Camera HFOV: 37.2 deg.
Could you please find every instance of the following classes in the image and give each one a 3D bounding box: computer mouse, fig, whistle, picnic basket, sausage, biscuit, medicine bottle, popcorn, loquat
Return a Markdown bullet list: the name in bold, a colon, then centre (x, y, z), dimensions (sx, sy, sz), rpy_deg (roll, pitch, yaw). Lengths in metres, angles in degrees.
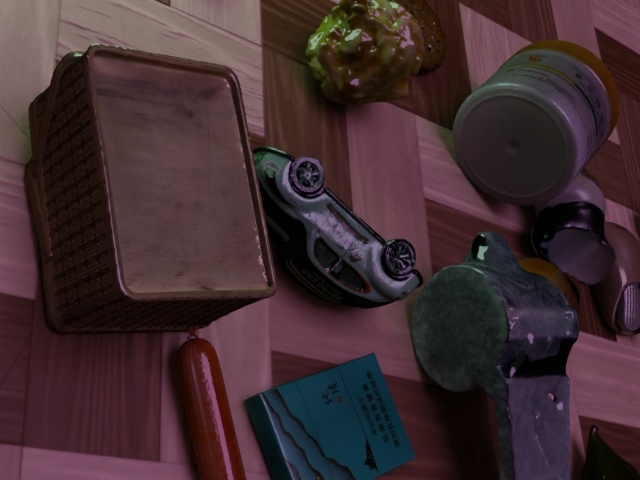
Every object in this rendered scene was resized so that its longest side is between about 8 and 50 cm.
- **computer mouse**: centre (0.594, 0.071, 1.863), dimensions (0.145, 0.082, 0.236), rpy_deg (14, 59, -38)
- **fig**: centre (0.473, 0.395, 1.572), dimensions (0.117, 0.117, 0.177), rpy_deg (12, 44, -38)
- **whistle**: centre (0.287, 0.191, 1.410), dimensions (0.168, 0.188, 0.405), rpy_deg (5, 50, -41)
- **picnic basket**: centre (-0.208, -0.055, 1.133), dimensions (0.228, 0.175, 0.313), rpy_deg (2, 71, -43)
- **sausage**: centre (-0.116, 0.271, 1.120), dimensions (0.053, 0.053, 0.348), rpy_deg (-3, 73, -43)
- **biscuit**: centre (0.161, -0.391, 1.750), dimensions (0.188, 0.027, 0.188), rpy_deg (22, 53, -34)
- **medicine bottle**: centre (0.389, -0.213, 1.711), dimensions (0.238, 0.238, 0.232), rpy_deg (54, 44, -7)
- **popcorn**: centre (0.072, -0.308, 1.518), dimensions (0.187, 0.185, 0.167), rpy_deg (6, 46, -31)
- **loquat**: centre (0.355, 0.103, 1.580), dimensions (0.163, 0.163, 0.137), rpy_deg (41, 88, -19)

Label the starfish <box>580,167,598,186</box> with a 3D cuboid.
- **starfish**: centre (0.510, -0.142, 1.923), dimensions (0.217, 0.050, 0.223), rpy_deg (25, 64, -38)

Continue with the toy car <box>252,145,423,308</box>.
- **toy car**: centre (0.000, 0.000, 1.325), dimensions (0.306, 0.136, 0.125), rpy_deg (40, 68, -18)

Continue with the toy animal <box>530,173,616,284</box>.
- **toy animal**: centre (0.464, -0.030, 1.769), dimensions (0.166, 0.138, 0.179), rpy_deg (56, 31, -41)

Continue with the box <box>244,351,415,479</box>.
- **box**: centre (0.018, 0.253, 1.265), dimensions (0.226, 0.042, 0.161), rpy_deg (-11, 75, -46)
